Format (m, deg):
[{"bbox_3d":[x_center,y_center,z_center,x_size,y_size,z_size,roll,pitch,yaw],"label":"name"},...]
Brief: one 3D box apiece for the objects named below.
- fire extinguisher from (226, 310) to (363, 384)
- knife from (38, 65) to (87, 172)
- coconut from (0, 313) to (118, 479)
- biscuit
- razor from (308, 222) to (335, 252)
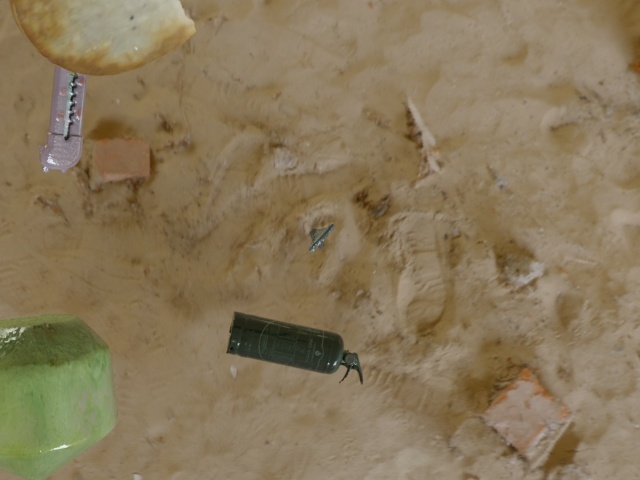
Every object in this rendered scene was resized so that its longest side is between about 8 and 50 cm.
[{"bbox_3d":[-0.049,0.240,1.651,0.311,0.095,0.114,11,86,-6],"label":"fire extinguisher"},{"bbox_3d":[-0.507,-0.330,1.535,0.132,0.038,0.399,0,110,-39],"label":"knife"},{"bbox_3d":[-0.549,0.309,1.457,0.281,0.328,0.328,0,67,37],"label":"coconut"},{"bbox_3d":[-0.297,-0.318,0.979,0.204,0.309,0.040,-38,65,-2],"label":"biscuit"},{"bbox_3d":[-0.004,-0.004,1.433,0.033,0.190,0.066,42,86,4],"label":"razor"}]
